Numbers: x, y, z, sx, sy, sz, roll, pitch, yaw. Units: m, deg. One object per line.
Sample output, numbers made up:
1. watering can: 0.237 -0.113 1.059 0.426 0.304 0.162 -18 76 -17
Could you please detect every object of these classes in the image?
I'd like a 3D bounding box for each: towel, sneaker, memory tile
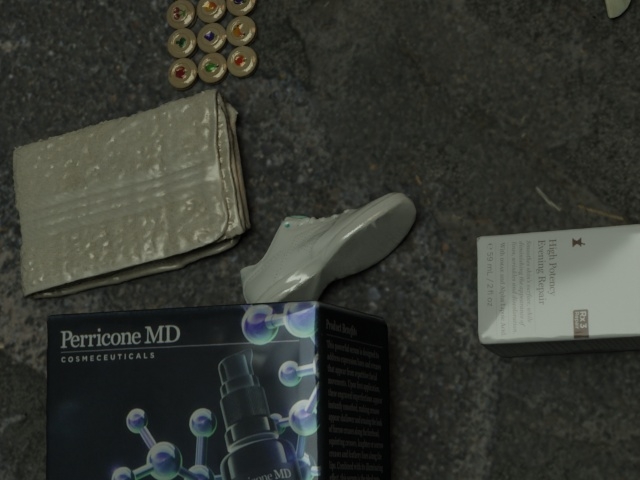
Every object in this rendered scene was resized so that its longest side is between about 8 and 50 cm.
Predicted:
1. towel: -0.216 -0.051 2.029 0.282 0.049 0.187 -14 71 18
2. sneaker: 0.000 0.000 1.923 0.212 0.080 0.094 -36 55 10
3. memory tile: -0.125 -0.248 2.063 0.113 0.012 0.148 -8 73 18

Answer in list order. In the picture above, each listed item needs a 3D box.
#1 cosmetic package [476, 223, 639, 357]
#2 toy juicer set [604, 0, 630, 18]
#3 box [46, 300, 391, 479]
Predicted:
1. cosmetic package: 0.277 0.050 1.796 0.231 0.085 0.117 -6 75 20
2. toy juicer set: 0.364 -0.342 1.751 0.329 0.209 0.089 -20 25 37
3. box: -0.096 0.268 1.791 0.293 0.212 0.395 -5 81 20
